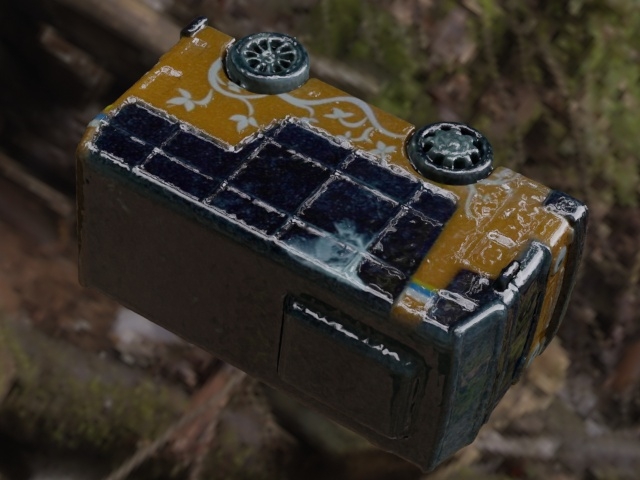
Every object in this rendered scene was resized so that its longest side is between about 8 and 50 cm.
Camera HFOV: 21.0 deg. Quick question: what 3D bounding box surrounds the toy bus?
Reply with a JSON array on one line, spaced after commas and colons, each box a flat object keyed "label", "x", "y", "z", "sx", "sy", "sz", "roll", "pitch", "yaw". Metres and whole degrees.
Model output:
[{"label": "toy bus", "x": 0.000, "y": 0.000, "z": 1.191, "sx": 0.323, "sy": 0.162, "sz": 0.194, "roll": 28, "pitch": 49, "yaw": 18}]
